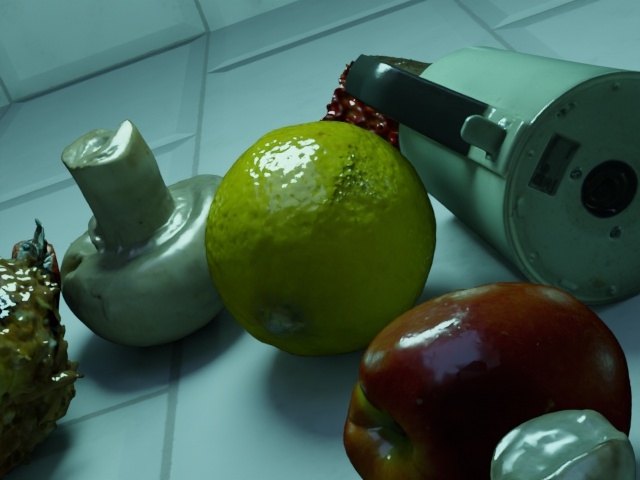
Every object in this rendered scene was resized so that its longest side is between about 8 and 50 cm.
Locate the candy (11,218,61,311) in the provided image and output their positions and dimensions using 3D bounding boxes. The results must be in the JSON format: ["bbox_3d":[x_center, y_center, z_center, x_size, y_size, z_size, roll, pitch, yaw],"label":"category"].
[{"bbox_3d":[-0.389,0.073,1.302,0.059,0.292,0.086,-8,53,-26],"label":"candy"}]

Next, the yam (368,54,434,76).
[{"bbox_3d":[0.156,-0.261,1.687,0.131,0.131,0.279,-28,25,-16],"label":"yam"}]

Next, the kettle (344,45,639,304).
[{"bbox_3d":[0.207,-0.119,1.139,0.361,0.250,0.377,16,12,-20],"label":"kettle"}]

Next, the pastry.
[{"bbox_3d":[-0.461,0.151,1.128,0.337,0.292,0.405,-17,14,-15],"label":"pastry"}]

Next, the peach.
[{"bbox_3d":[0.141,0.142,0.800,0.243,0.199,0.243,-15,-17,-5],"label":"peach"}]

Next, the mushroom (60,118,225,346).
[{"bbox_3d":[-0.244,-0.018,1.286,0.292,0.290,0.292,-23,28,13],"label":"mushroom"}]

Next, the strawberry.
[{"bbox_3d":[0.090,-0.144,1.489,0.178,0.234,0.234,25,42,15],"label":"strawberry"}]

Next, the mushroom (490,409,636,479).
[{"bbox_3d":[0.160,0.221,0.587,0.243,0.243,0.243,-17,25,8],"label":"mushroom"}]

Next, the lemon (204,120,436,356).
[{"bbox_3d":[0.000,-0.001,1.108,0.293,0.293,0.293,-17,25,8],"label":"lemon"}]
